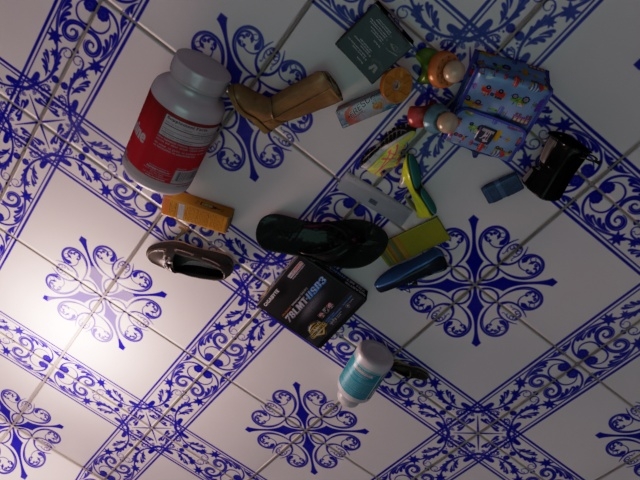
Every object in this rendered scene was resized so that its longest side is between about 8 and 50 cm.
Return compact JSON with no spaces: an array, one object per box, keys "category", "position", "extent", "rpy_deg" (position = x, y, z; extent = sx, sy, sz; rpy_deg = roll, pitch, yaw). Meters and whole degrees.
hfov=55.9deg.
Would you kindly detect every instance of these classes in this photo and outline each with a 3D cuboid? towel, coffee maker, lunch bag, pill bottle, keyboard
[{"category":"towel","position":[0.567,-0.165,1.883],"extent":[0.119,0.029,0.067],"rpy_deg":[-25,112,22]},{"category":"coffee maker","position":[0.691,-0.204,1.758],"extent":[0.120,0.171,0.178],"rpy_deg":[11,123,-15]},{"category":"towel","position":[0.309,0.005,2.031],"extent":[0.237,0.021,0.102],"rpy_deg":[-26,117,21]},{"category":"lunch bag","position":[0.495,-0.367,1.745],"extent":[0.221,0.138,0.293],"rpy_deg":[17,133,-1]},{"category":"pill bottle","position":[-0.432,-0.358,1.836],"extent":[0.229,0.229,0.407],"rpy_deg":[30,119,-7]},{"category":"keyboard","position":[0.178,-0.135,1.980],"extent":[0.256,0.014,0.072],"rpy_deg":[30,125,-7]},{"category":"pill bottle","position":[0.156,0.508,2.264],"extent":[0.146,0.146,0.264],"rpy_deg":[25,120,-4]}]

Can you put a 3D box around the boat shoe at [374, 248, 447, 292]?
[{"category":"boat shoe","position":[0.309,0.126,2.048],"extent":[0.258,0.109,0.089],"rpy_deg":[-25,115,24]}]

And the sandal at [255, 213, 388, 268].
[{"category":"sandal","position":[-0.002,0.002,1.997],"extent":[0.446,0.107,0.167],"rpy_deg":[4,88,8]}]

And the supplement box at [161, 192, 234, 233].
[{"category":"supplement box","position":[-0.419,-0.100,2.066],"extent":[0.233,0.078,0.080],"rpy_deg":[17,120,1]}]

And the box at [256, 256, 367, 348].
[{"category":"box","position":[-0.032,0.210,2.176],"extent":[0.293,0.073,0.295],"rpy_deg":[35,118,-11]}]

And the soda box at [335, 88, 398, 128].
[{"category":"soda box","position":[0.139,-0.402,1.806],"extent":[0.183,0.063,0.058],"rpy_deg":[-20,114,20]}]

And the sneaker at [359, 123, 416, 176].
[{"category":"sneaker","position":[0.222,-0.275,1.861],"extent":[0.094,0.081,0.208],"rpy_deg":[39,125,-20]}]

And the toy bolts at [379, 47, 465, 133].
[{"category":"toy bolts","position":[0.301,-0.397,1.686],"extent":[0.218,0.158,0.228],"rpy_deg":[-25,122,-18]}]

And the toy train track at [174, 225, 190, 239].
[{"category":"toy train track","position":[-0.495,-0.029,2.156],"extent":[0.048,0.014,0.083],"rpy_deg":[39,124,-20]}]

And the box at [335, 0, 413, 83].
[{"category":"box","position":[0.153,-0.558,1.699],"extent":[0.158,0.093,0.156],"rpy_deg":[-39,106,25]}]

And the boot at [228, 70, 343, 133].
[{"category":"boot","position":[-0.103,-0.436,1.779],"extent":[0.269,0.089,0.236],"rpy_deg":[-20,155,22]}]

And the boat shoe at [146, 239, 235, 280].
[{"category":"boat shoe","position":[-0.476,0.076,2.160],"extent":[0.335,0.095,0.112],"rpy_deg":[7,125,6]}]

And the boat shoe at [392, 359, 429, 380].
[{"category":"boat shoe","position":[0.337,0.501,2.284],"extent":[0.152,0.049,0.056],"rpy_deg":[19,120,-1]}]

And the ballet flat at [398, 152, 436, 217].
[{"category":"ballet flat","position":[0.293,-0.165,1.910],"extent":[0.077,0.077,0.231],"rpy_deg":[-11,120,34]}]
